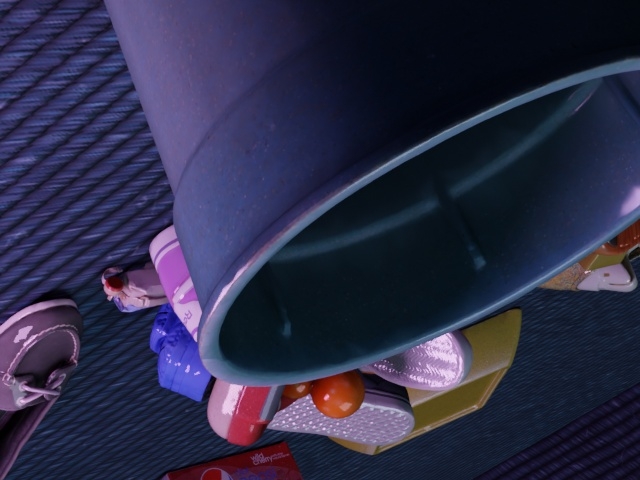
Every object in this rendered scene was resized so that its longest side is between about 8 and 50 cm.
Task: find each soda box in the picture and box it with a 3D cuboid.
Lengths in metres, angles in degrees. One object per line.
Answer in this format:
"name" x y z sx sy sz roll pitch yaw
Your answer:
"soda box" -0.157 0.421 2.363 0.263 0.092 0.083 -7 152 -42

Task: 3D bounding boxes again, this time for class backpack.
"backpack" -0.143 0.116 1.577 0.101 0.120 0.098 18 150 2

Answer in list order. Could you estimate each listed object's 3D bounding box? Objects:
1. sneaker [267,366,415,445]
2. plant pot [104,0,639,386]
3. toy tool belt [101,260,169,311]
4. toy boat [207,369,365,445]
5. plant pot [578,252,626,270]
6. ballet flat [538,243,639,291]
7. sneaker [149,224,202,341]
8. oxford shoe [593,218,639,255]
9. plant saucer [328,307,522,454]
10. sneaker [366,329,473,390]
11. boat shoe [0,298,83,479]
"sneaker" -0.018 0.194 1.964 0.321 0.127 0.126 20 128 -31
"plant pot" 0.017 -0.138 0.856 0.341 0.334 0.341 -24 161 -9
"toy tool belt" -0.197 0.056 1.480 0.083 0.052 0.051 -9 145 -39
"toy boat" -0.023 0.149 1.539 0.231 0.151 0.151 -45 156 -76
"plant pot" 0.408 -0.017 2.020 0.081 0.081 0.083 -11 147 -38
"ballet flat" 0.481 0.011 2.122 0.348 0.123 0.123 -29 160 5
"sneaker" -0.019 0.019 1.437 0.282 0.161 0.102 -27 148 -3
"oxford shoe" 0.408 -0.059 1.910 0.132 0.130 0.363 -2 -174 39
"plant saucer" 0.191 0.265 2.437 0.333 0.081 0.333 -21 160 -15
"sneaker" 0.092 0.089 1.676 0.169 0.292 0.108 -9 113 -49
"boat shoe" -0.335 0.180 1.544 0.112 0.095 0.335 -9 154 -40
